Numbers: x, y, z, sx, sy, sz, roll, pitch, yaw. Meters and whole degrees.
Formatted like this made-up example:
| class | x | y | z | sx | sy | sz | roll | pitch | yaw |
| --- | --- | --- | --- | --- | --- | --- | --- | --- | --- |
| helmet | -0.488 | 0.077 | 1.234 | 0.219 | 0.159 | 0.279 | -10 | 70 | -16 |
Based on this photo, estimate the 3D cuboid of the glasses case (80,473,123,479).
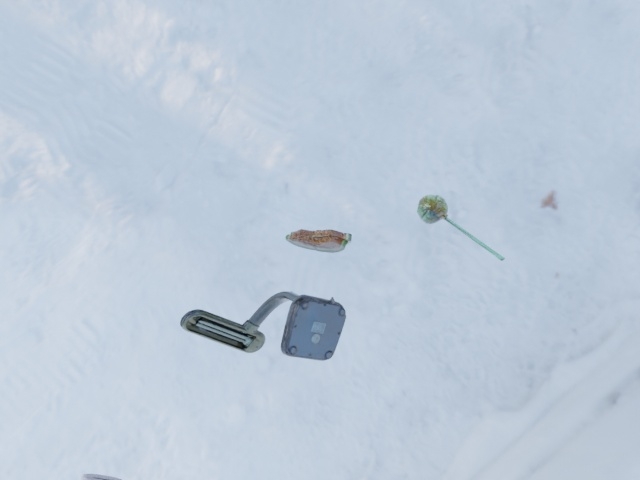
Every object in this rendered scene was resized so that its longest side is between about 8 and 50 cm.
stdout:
| class | x | y | z | sx | sy | sz | roll | pitch | yaw |
| --- | --- | --- | --- | --- | --- | --- | --- | --- | --- |
| glasses case | -0.404 | 0.449 | 1.608 | 0.083 | 0.032 | 0.021 | 14 | 50 | -12 |

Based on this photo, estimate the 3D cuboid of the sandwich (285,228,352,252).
| class | x | y | z | sx | sy | sz | roll | pitch | yaw |
| --- | --- | --- | --- | --- | --- | --- | --- | --- | --- |
| sandwich | 0.002 | 0.001 | 1.713 | 0.135 | 0.067 | 0.029 | 2 | 70 | 24 |

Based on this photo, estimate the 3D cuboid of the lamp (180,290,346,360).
| class | x | y | z | sx | sy | sz | roll | pitch | yaw |
| --- | --- | --- | --- | --- | --- | --- | --- | --- | --- |
| lamp | -0.113 | 0.145 | 1.595 | 0.203 | 0.283 | 0.125 | 14 | 79 | -38 |

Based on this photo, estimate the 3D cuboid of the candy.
| class | x | y | z | sx | sy | sz | roll | pitch | yaw |
| --- | --- | --- | --- | --- | --- | --- | --- | --- | --- |
| candy | 0.273 | -0.019 | 1.670 | 0.202 | 0.061 | 0.061 | 35 | 90 | -6 |
